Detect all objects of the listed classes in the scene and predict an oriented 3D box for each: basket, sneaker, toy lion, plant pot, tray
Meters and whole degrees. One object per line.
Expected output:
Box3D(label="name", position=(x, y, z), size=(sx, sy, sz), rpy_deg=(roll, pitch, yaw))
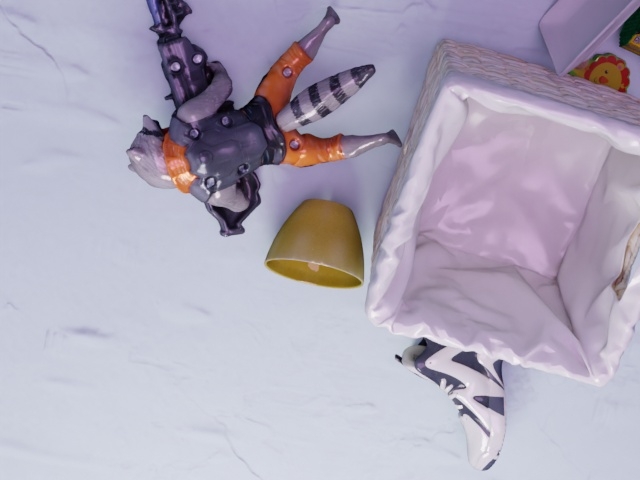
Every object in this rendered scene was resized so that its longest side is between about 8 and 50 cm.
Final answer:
Box3D(label="basket", position=(0.247, -0.045, 1.797), size=(0.331, 0.266, 0.328), rpy_deg=(15, 110, -7))
Box3D(label="sneaker", position=(0.175, 0.196, 1.954), size=(0.153, 0.094, 0.235), rpy_deg=(2, 102, -2))
Box3D(label="toy lion", position=(0.362, -0.206, 1.907), size=(0.096, 0.034, 0.100), rpy_deg=(22, 101, -15))
Box3D(label="plant pot", position=(0.000, 0.000, 1.893), size=(0.134, 0.134, 0.095), rpy_deg=(13, 76, -6))
Box3D(label="tray", position=(0.384, -0.328, 1.787), size=(0.030, 0.145, 0.270), rpy_deg=(30, 119, -25))

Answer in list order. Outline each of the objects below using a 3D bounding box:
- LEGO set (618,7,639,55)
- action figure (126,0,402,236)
Box3D(label="LEGO set", position=(0.535, -0.306, 1.765), size=(0.192, 0.331, 0.255), rpy_deg=(23, 80, -10))
Box3D(label="action figure", position=(-0.105, -0.180, 1.815), size=(0.330, 0.178, 0.341), rpy_deg=(-27, 102, -4))
